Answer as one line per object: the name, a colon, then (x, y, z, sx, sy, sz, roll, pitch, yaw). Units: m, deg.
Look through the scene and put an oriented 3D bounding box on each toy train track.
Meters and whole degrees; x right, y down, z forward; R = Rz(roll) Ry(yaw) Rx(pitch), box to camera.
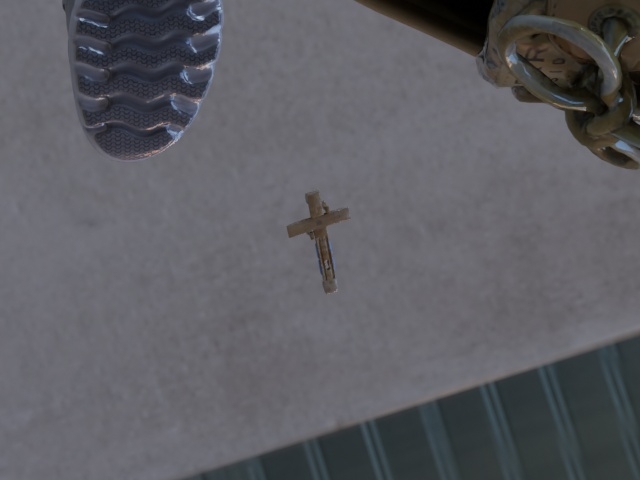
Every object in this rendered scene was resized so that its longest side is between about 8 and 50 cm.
toy train track: (0.000, 0.000, 1.091, 0.014, 0.048, 0.083, -128, -156, -60)

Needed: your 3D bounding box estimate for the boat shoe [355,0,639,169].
boat shoe: (0.036, -0.081, 0.394, 0.285, 0.089, 0.104, 33, -19, 14)

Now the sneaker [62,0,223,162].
sneaker: (-0.132, -0.194, 1.048, 0.115, 0.105, 0.281, -175, -94, -69)
